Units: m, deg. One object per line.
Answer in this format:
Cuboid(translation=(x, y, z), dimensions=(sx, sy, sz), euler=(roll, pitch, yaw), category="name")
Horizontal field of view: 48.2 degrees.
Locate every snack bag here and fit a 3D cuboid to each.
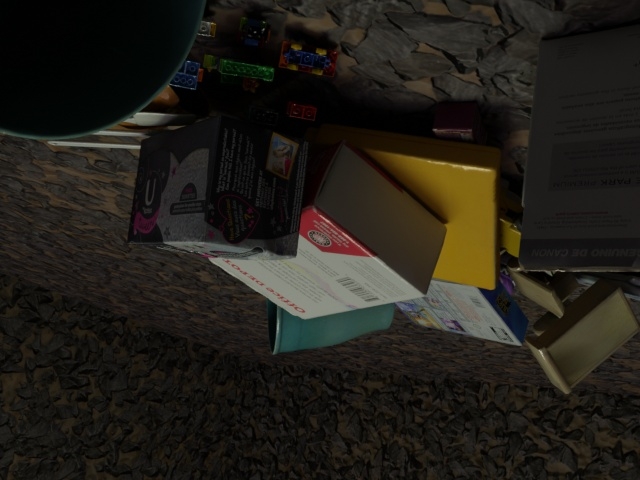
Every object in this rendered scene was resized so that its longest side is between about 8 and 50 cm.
Cuboid(translation=(0.589, 0.091, 1.332), dimensions=(0.323, 0.037, 0.342), euler=(15, -179, -14), category="snack bag")

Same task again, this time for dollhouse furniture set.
Cuboid(translation=(0.382, 0.119, 1.213), dimensions=(0.212, 0.161, 0.242), euler=(53, 175, -25), category="dollhouse furniture set")

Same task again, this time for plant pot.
Cuboid(translation=(-0.280, -0.251, 0.607), dimensions=(0.235, 0.293, 0.293), euler=(20, 171, 40), category="plant pot")
Cuboid(translation=(0.020, 0.106, 1.536), dimensions=(0.255, 0.271, 0.271), euler=(0, 164, -9), category="plant pot")

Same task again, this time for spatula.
Cuboid(translation=(-0.295, -0.153, 1.042), dimensions=(0.242, 0.019, 0.168), euler=(1, 170, -3), category="spatula")

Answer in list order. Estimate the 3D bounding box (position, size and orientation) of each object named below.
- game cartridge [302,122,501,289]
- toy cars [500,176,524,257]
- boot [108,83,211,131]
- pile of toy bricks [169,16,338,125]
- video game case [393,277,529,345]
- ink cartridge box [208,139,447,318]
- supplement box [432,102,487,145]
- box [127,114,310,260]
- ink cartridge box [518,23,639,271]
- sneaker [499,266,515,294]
Cuboid(translation=(0.133, -0.048, 1.098), dimensions=(0.285, 0.052, 0.323), euler=(12, 150, 20), category="game cartridge")
Cuboid(translation=(0.176, -0.064, 1.182), dimensions=(0.394, 0.087, 0.176), euler=(7, 150, 28), category="toy cars")
Cuboid(translation=(-0.305, -0.231, 0.974), dimensions=(0.211, 0.104, 0.295), euler=(-6, 162, 31), category="boot")
Cuboid(translation=(-0.096, -0.216, 0.890), dimensions=(0.212, 0.118, 0.105), euler=(8, -164, -16), category="pile of toy bricks")
Cuboid(translation=(0.242, 0.105, 1.379), dimensions=(0.244, 0.061, 0.269), euler=(7, 155, 37), category="video game case")
Cuboid(translation=(0.000, 0.000, 1.087), dimensions=(0.226, 0.131, 0.306), euler=(37, 150, -25), category="ink cartridge box")
Cuboid(translation=(0.190, -0.148, 0.972), dimensions=(0.055, 0.043, 0.083), euler=(5, 162, 25), category="supplement box")
Cuboid(translation=(-0.147, -0.060, 0.969), dimensions=(0.142, 0.163, 0.247), euler=(11, 174, -34), category="box")
Cuboid(translation=(0.371, -0.076, 0.704), dimensions=(0.310, 0.271, 0.130), euler=(0, 158, 35), category="ink cartridge box")
Cuboid(translation=(0.317, 0.090, 1.519), dimensions=(0.236, 0.104, 0.095), euler=(22, 158, -31), category="sneaker")
